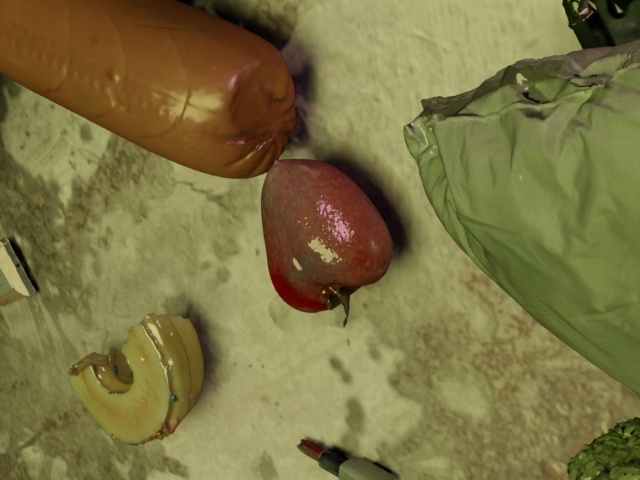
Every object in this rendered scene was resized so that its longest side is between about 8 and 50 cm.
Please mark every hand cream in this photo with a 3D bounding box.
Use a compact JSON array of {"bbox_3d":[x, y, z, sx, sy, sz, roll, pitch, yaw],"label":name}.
[{"bbox_3d":[-0.387,0.057,1.339,0.209,0.043,0.067,-23,95,37],"label":"hand cream"}]

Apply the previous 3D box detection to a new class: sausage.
[{"bbox_3d":[-0.153,-0.146,1.003,0.304,0.121,0.121,26,123,27],"label":"sausage"}]

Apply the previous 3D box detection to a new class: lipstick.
[{"bbox_3d":[0.020,0.198,1.066,0.107,0.025,0.025,24,122,39],"label":"lipstick"}]

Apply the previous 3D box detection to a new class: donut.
[{"bbox_3d":[-0.163,0.134,1.164,0.166,0.065,0.108,-32,86,42],"label":"donut"}]

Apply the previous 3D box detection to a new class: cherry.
[{"bbox_3d":[0.006,-0.002,0.953,0.106,0.087,0.126,-1,95,38],"label":"cherry"}]

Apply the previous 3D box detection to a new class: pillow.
[{"bbox_3d":[0.215,0.009,0.661,0.310,0.138,0.283,40,163,-12],"label":"pillow"}]

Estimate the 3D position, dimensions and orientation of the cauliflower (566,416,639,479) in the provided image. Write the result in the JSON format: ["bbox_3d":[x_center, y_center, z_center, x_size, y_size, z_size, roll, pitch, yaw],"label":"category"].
[{"bbox_3d":[0.246,0.274,0.814,0.272,0.275,0.250,30,171,-8],"label":"cauliflower"}]

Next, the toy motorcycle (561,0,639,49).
[{"bbox_3d":[0.201,-0.177,0.692,0.205,0.127,0.275,-12,97,39],"label":"toy motorcycle"}]
